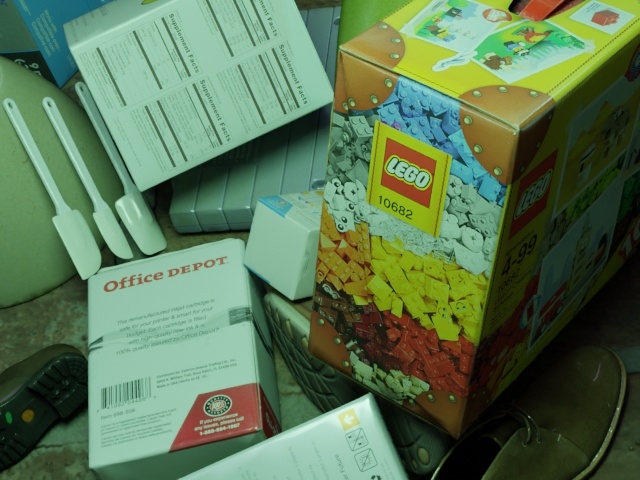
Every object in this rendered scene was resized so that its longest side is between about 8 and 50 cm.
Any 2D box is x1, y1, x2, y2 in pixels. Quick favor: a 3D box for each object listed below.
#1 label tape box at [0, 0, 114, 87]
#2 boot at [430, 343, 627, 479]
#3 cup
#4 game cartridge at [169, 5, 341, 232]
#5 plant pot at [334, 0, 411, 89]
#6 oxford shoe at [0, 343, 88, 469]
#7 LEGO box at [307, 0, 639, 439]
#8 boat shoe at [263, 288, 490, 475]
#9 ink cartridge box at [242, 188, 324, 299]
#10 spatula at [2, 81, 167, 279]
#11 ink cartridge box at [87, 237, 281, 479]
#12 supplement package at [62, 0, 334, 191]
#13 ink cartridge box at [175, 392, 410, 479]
[{"bbox_3d":[-0.446,-0.330,2.051,0.334,0.240,0.106,0,53,17],"label":"label tape box"},{"bbox_3d":[0.217,0.208,1.512,0.112,0.115,0.305,28,64,35],"label":"boot"},{"bbox_3d":[-0.444,-0.109,1.880,0.331,0.237,0.331,-8,51,11],"label":"cup"},{"bbox_3d":[-0.068,-0.164,1.928,0.230,0.068,0.355,-6,51,17],"label":"game cartridge"},{"bbox_3d":[0.125,-0.189,1.780,0.275,0.275,0.293,10,69,23],"label":"plant pot"},{"bbox_3d":[-0.372,0.205,1.726,0.227,0.082,0.096,-34,29,-9],"label":"oxford shoe"},{"bbox_3d":[0.217,-0.102,1.481,0.193,0.372,0.500,28,44,25],"label":"LEGO box"},{"bbox_3d":[0.059,0.138,1.614,0.116,0.123,0.324,-31,45,-24],"label":"boat shoe"},{"bbox_3d":[0.000,0.000,1.673,0.143,0.090,0.092,-11,33,-43],"label":"ink cartridge box"},{"bbox_3d":[-0.292,-0.080,1.812,0.019,0.242,0.168,-29,-4,42],"label":"spatula"},{"bbox_3d":[-0.157,0.150,1.667,0.197,0.114,0.272,-13,50,7],"label":"ink cartridge box"},{"bbox_3d":[-0.154,-0.221,1.790,0.263,0.198,0.199,-26,20,-4],"label":"supplement package"},{"bbox_3d":[-0.029,0.349,1.419,0.307,0.072,0.303,-25,78,5],"label":"ink cartridge box"}]
